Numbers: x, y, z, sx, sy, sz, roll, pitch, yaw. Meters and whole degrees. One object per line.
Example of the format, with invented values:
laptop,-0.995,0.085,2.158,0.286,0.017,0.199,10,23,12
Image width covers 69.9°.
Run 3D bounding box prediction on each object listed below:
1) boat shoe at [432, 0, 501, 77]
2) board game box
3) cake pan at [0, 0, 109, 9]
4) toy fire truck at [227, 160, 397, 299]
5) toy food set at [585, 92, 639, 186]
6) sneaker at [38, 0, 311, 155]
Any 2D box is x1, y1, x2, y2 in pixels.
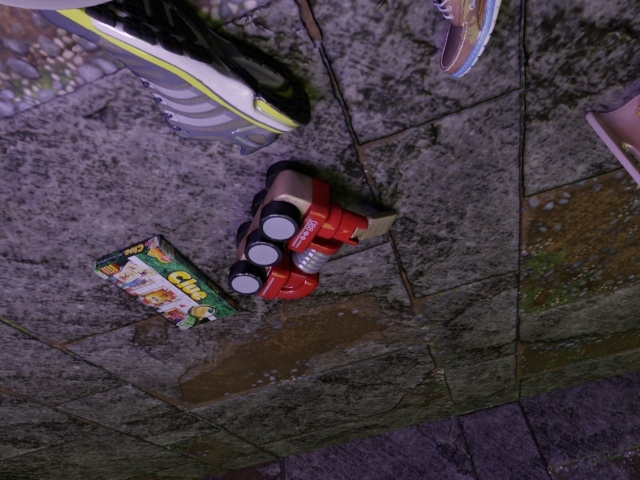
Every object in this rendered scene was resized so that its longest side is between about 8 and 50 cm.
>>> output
boat shoe,0.159,-0.272,0.500,0.066,0.066,0.183,4,129,-10
board game box,-0.282,0.091,0.871,0.136,0.030,0.259,-22,140,11
cake pan,-0.208,-0.311,0.295,0.294,0.054,0.293,-24,142,-20
toy fire truck,0.000,0.000,0.750,0.247,0.158,0.217,19,133,-18
toy food set,0.503,-0.194,0.543,0.093,0.219,0.306,16,135,-30
sneaker,-0.158,-0.177,0.509,0.300,0.110,0.121,24,134,-33
